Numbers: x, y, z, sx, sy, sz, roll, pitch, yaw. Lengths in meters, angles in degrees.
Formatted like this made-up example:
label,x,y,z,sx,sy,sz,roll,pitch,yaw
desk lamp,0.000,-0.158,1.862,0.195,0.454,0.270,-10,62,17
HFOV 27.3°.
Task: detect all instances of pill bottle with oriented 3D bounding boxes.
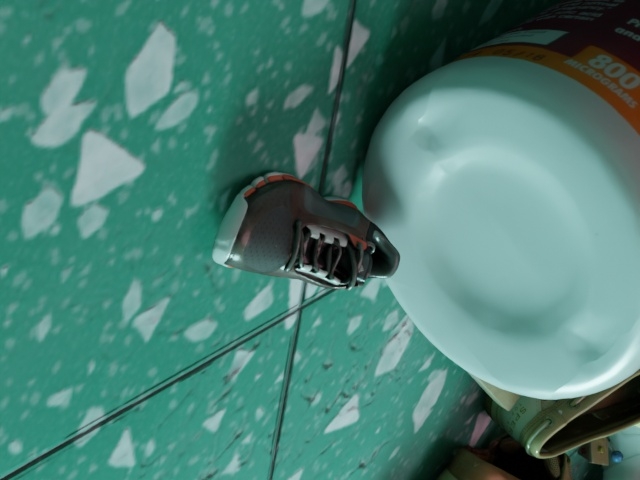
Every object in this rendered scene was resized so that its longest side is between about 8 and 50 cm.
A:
label,x,y,z,sx,sy,sz,roll,pitch,yaw
pill bottle,0.231,-0.075,0.915,0.392,0.224,0.224,-33,142,-40

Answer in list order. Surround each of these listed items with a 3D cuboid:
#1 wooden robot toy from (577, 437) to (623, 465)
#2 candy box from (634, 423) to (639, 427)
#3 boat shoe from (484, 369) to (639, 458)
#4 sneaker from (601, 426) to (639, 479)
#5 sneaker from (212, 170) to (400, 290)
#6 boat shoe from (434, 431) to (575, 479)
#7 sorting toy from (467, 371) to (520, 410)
label,x,y,z,sx,sy,sz,roll,pitch,yaw
wooden robot toy,0.280,0.168,1.404,0.076,0.079,0.173,43,50,-30
candy box,0.417,0.038,1.404,0.183,0.088,0.316,-60,164,-55
boat shoe,0.298,0.143,1.261,0.285,0.089,0.104,-15,129,-18
sneaker,0.408,0.252,1.631,0.111,0.129,0.297,-29,158,-42
sneaker,0.000,0.000,0.783,0.158,0.065,0.061,-1,117,-58
boat shoe,0.202,0.249,1.287,0.324,0.123,0.119,9,106,-61
sorting toy,0.162,0.062,1.120,0.132,0.046,0.274,-56,152,-6
